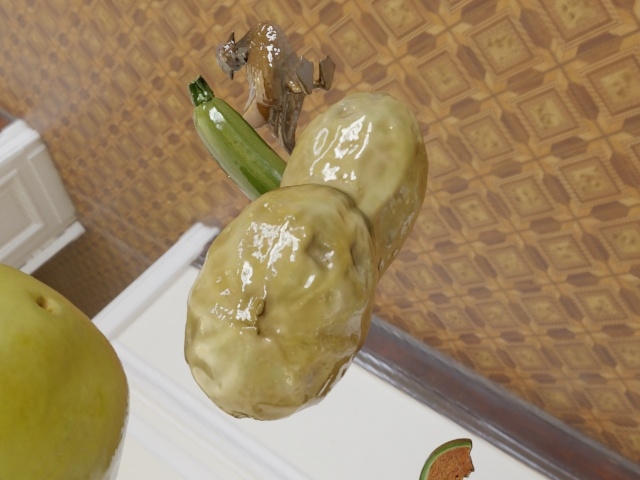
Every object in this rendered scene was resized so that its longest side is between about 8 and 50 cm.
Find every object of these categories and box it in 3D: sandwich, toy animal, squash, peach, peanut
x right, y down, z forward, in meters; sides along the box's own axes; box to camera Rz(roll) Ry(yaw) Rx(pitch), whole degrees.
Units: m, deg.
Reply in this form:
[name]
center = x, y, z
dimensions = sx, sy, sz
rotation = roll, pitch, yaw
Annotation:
[sandwich]
center = 0.179, 0.337, 0.975
dimensions = 0.067, 0.029, 0.135
rotation = 24, 101, 15
[toy animal]
center = -0.074, -0.206, 0.941
dimensions = 0.179, 0.089, 0.188
rotation = 9, 109, 33
[squash]
center = -0.087, -0.097, 0.856
dimensions = 0.252, 0.066, 0.066
rotation = 47, 150, 2
[peach]
center = -0.313, 0.175, 0.522
dimensions = 0.315, 0.315, 0.281
rotation = -13, 122, 10
[peanut]
center = 0.000, 0.000, 0.391
dimensions = 0.098, 0.229, 0.103
rotation = 42, 136, -13
